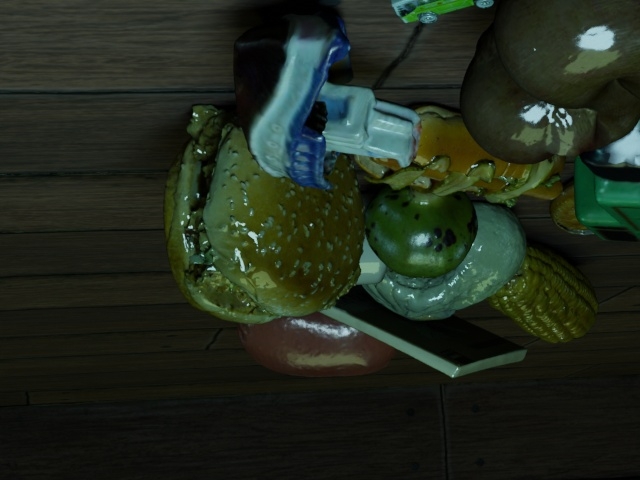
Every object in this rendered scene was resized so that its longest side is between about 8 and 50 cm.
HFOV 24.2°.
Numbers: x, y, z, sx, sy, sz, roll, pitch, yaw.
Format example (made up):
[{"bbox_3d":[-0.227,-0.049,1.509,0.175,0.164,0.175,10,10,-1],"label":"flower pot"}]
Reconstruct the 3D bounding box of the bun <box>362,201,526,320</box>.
[{"bbox_3d":[0.142,0.029,1.796,0.204,0.126,0.212,3,165,-38],"label":"bun"}]

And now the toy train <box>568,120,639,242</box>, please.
[{"bbox_3d":[0.327,-0.076,1.276,0.249,0.178,0.429,3,172,23],"label":"toy train"}]

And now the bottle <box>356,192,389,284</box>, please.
[{"bbox_3d":[0.000,0.000,1.657,0.245,0.104,0.104,-3,168,-8],"label":"bottle"}]

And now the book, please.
[{"bbox_3d":[0.083,0.090,1.864,0.310,0.021,0.217,24,-167,26],"label":"book"}]

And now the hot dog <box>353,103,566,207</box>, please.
[{"bbox_3d":[0.143,-0.077,1.419,0.270,0.072,0.109,7,166,-39],"label":"hot dog"}]

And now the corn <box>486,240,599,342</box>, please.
[{"bbox_3d":[0.304,0.072,2.066,0.120,0.120,0.363,-9,167,22],"label":"corn"}]

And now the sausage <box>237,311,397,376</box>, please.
[{"bbox_3d":[0.007,0.129,2.197,0.255,0.148,0.148,-3,168,3],"label":"sausage"}]

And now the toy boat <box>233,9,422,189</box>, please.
[{"bbox_3d":[0.011,-0.103,1.127,0.115,0.114,0.262,6,167,13],"label":"toy boat"}]

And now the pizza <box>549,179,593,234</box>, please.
[{"bbox_3d":[0.347,-0.049,1.707,0.176,0.036,0.185,-9,165,16],"label":"pizza"}]

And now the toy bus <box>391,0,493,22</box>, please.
[{"bbox_3d":[0.088,-0.175,1.028,0.083,0.031,0.037,-11,161,28],"label":"toy bus"}]

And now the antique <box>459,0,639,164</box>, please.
[{"bbox_3d":[0.170,-0.126,0.999,0.143,0.121,0.257,-21,173,-16],"label":"antique"}]

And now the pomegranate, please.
[{"bbox_3d":[0.106,-0.030,1.557,0.122,0.122,0.161,-3,142,-5],"label":"pomegranate"}]

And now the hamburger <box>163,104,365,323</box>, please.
[{"bbox_3d":[-0.036,-0.020,1.334,0.122,0.189,0.215,-5,159,41],"label":"hamburger"}]
